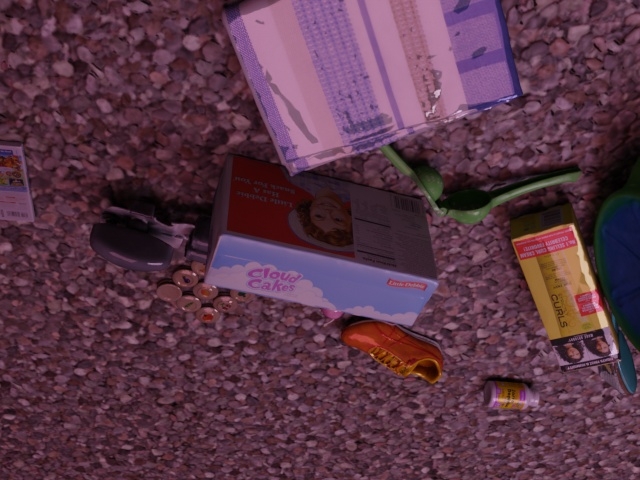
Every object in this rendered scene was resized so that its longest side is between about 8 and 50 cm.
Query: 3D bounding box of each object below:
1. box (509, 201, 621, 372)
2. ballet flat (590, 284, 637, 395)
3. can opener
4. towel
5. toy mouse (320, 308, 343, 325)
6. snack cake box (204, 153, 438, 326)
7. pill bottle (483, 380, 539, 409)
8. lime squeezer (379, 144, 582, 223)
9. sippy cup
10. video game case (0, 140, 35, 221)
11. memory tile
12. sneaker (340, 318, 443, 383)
[{"bbox_3d":[0.331,0.067,1.060,0.087,0.058,0.232,-16,116,21],"label":"box"},{"bbox_3d":[0.418,0.149,1.184,0.079,0.076,0.221,-5,132,30],"label":"ballet flat"},{"bbox_3d":[-0.150,0.015,1.012,0.281,0.093,0.074,13,156,-15],"label":"can opener"},{"bbox_3d":[0.056,-0.197,0.846,0.285,0.034,0.209,-17,122,11],"label":"towel"},{"bbox_3d":[0.040,0.073,1.118,0.161,0.031,0.143,-35,125,28],"label":"toy mouse"},{"bbox_3d":[0.000,0.000,0.963,0.265,0.152,0.089,13,132,-13],"label":"snack cake box"},{"bbox_3d":[0.312,0.254,1.291,0.083,0.043,0.043,5,133,-7],"label":"pill bottle"},{"bbox_3d":[0.161,-0.076,0.962,0.311,0.058,0.110,15,132,-15],"label":"lime squeezer"},{"bbox_3d":[0.491,0.019,0.953,0.224,0.240,0.305,-17,140,-9],"label":"sippy cup"},{"bbox_3d":[-0.406,-0.074,0.977,0.087,0.011,0.122,5,134,-5],"label":"video game case"},{"bbox_3d":[-0.149,0.063,1.116,0.148,0.012,0.113,-33,126,27],"label":"memory tile"},{"bbox_3d":[0.113,0.166,1.185,0.175,0.067,0.064,19,132,-17],"label":"sneaker"}]
